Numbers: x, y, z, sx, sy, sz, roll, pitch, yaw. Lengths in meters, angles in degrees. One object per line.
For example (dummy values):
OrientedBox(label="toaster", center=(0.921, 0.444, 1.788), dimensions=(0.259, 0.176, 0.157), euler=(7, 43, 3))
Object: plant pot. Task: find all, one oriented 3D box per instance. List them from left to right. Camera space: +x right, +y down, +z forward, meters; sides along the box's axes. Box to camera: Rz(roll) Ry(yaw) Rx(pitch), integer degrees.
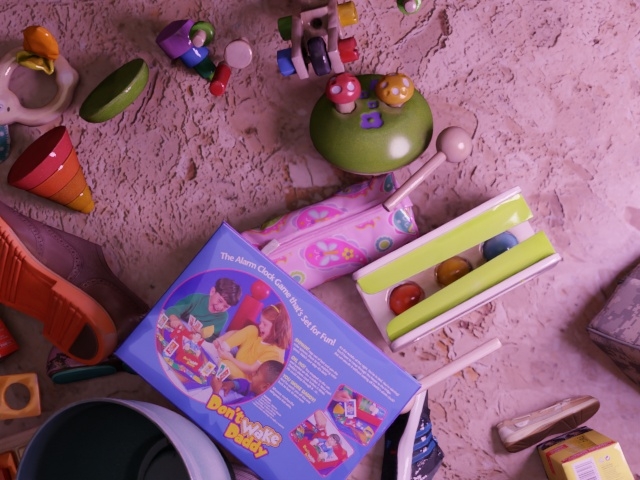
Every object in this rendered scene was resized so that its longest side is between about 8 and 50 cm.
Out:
OrientedBox(label="plant pot", center=(-0.229, 0.346, 1.739), dimensions=(0.293, 0.196, 0.293), euler=(-1, 89, 29))

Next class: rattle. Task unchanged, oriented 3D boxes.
OrientedBox(label="rattle", center=(-0.454, -0.210, 1.947), dimensions=(0.200, 0.143, 0.130), euler=(-42, 104, -8))

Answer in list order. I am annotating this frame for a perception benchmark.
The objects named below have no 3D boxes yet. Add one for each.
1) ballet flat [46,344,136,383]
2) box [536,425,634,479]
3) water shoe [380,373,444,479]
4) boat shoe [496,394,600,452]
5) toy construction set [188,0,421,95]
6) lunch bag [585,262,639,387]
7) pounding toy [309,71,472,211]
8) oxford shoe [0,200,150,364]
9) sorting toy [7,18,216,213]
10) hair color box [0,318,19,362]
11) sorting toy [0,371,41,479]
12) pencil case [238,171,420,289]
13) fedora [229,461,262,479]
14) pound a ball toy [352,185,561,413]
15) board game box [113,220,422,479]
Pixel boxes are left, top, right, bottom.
OrientedBox(label="ballet flat", center=(-0.295, 0.166, 1.947), dimensions=(0.222, 0.077, 0.079), euler=(-4, 66, 2))
OrientedBox(label="box", center=(0.363, 0.308, 1.830), dimensions=(0.087, 0.232, 0.058), euler=(-22, 88, 1))
OrientedBox(label="water shoe", center=(0.140, 0.298, 1.931), dimensions=(0.080, 0.073, 0.203), euler=(14, 84, -25))
OrientedBox(label="boat shoe", center=(0.334, 0.259, 1.928), dimensions=(0.153, 0.056, 0.048), euler=(-27, 54, 4))
OrientedBox(label="toy construction set", center=(-0.050, -0.358, 1.933), dimensions=(0.309, 0.237, 0.257), euler=(-39, 106, 16))
OrientedBox(label="lunch bag", center=(0.564, 0.109, 1.802), dimensions=(0.212, 0.305, 0.256), euler=(41, 81, -25))
OrientedBox(label="pounding toy", center=(0.088, -0.181, 1.889), dimensions=(0.183, 0.110, 0.237), euler=(-33, 57, -19))
OrientedBox(label="oxford shoe", center=(-0.407, 0.036, 1.948), dimensions=(0.364, 0.133, 0.130), euler=(42, 132, 15))
OrientedBox(label="sorting toy", center=(-0.294, -0.171, 1.971), dimensions=(0.365, 0.127, 0.126), euler=(-43, 115, -5))
OrientedBox(label="hair color box", center=(-0.531, 0.119, 1.947), dimensions=(0.093, 0.053, 0.167), euler=(-35, 86, 23))
OrientedBox(label="sorting toy", center=(-0.406, 0.355, 1.829), dimensions=(0.196, 0.047, 0.347), euler=(-19, 84, 0))
OrientedBox(label="pencil case", center=(0.000, 0.000, 1.923), dimensions=(0.284, 0.124, 0.124), euler=(-22, 85, -1))
OrientedBox(label="fedora", center=(-0.154, 0.461, 1.887), dimensions=(0.244, 0.124, 0.275), euler=(-7, 85, 1))
OrientedBox(label="pound a ball toy", center=(0.192, 0.090, 1.898), dimensions=(0.319, 0.136, 0.208), euler=(-29, 82, -2))
OrientedBox(label="board game box", center=(-0.069, 0.174, 1.779), dimensions=(0.347, 0.078, 0.233), euler=(40, 88, 5))
